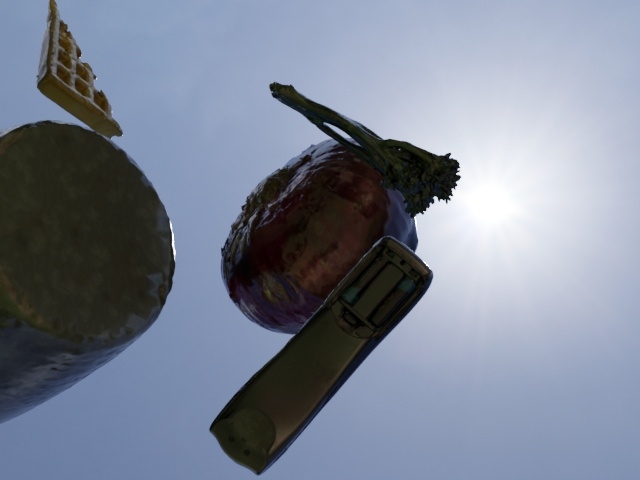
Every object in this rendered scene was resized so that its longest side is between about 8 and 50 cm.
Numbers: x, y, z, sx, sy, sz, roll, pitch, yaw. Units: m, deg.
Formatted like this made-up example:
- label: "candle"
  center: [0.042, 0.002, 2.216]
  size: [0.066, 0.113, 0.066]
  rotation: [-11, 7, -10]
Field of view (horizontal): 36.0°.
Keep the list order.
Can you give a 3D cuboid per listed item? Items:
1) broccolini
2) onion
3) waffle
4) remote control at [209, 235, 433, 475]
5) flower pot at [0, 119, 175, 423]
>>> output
- label: "broccolini"
  center: [0.035, -0.087, 0.933]
  size: [0.201, 0.074, 0.058]
  rotation: [24, -147, -7]
- label: "onion"
  center: [0.000, 0.000, 1.100]
  size: [0.246, 0.246, 0.190]
  rotation: [-43, -72, -14]
- label: "waffle"
  center: [-0.295, -0.216, 1.227]
  size: [0.032, 0.125, 0.191]
  rotation: [-39, -144, 23]
- label: "remote control"
  center: [0.003, 0.086, 0.756]
  size: [0.059, 0.028, 0.212]
  rotation: [41, -102, 5]
- label: "flower pot"
  center: [-0.327, 0.033, 0.970]
  size: [0.330, 0.294, 0.293]
  rotation: [-24, -126, 36]
